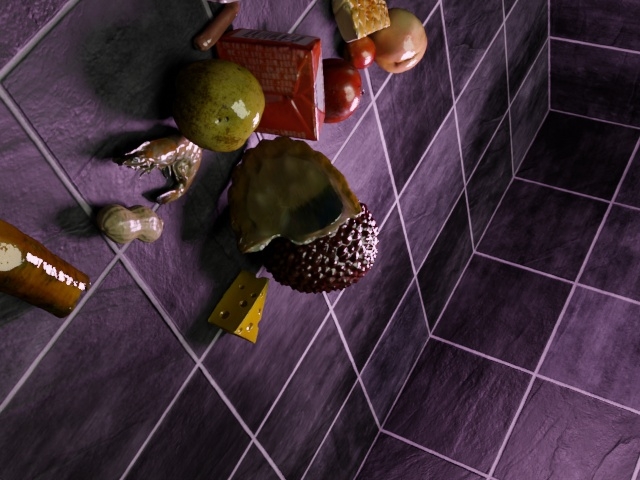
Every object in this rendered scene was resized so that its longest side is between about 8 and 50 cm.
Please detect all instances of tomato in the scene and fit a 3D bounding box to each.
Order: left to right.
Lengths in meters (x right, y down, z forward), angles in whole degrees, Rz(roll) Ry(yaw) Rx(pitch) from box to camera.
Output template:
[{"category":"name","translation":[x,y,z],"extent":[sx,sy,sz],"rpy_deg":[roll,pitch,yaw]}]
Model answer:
[{"category":"tomato","translation":[0.029,-0.392,2.158],"extent":[0.151,0.187,0.187],"rpy_deg":[9,100,-24]}]

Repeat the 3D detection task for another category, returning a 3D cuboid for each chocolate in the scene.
[{"category":"chocolate","translation":[-0.107,-0.360,1.853],"extent":[0.108,0.238,0.234],"rpy_deg":[-61,154,-47]}]

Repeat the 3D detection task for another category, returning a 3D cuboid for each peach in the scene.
[{"category":"peach","translation":[0.113,-0.530,2.297],"extent":[0.101,0.101,0.100],"rpy_deg":[-40,140,-46]},{"category":"peach","translation":[0.222,-0.583,2.393],"extent":[0.184,0.184,0.184],"rpy_deg":[-40,140,-46]}]

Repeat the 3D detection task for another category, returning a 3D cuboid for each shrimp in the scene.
[{"category":"shrimp","translation":[-0.344,-0.145,1.738],"extent":[0.296,0.058,0.169],"rpy_deg":[-27,132,-59]}]

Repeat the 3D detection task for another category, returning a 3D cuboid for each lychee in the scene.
[{"category":"lychee","translation":[0.000,0.000,2.201],"extent":[0.330,0.306,0.306],"rpy_deg":[-34,135,-41]}]

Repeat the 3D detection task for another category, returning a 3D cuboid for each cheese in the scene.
[{"category":"cheese","translation":[-0.202,0.166,2.151],"extent":[0.171,0.093,0.126],"rpy_deg":[-68,152,-10]}]

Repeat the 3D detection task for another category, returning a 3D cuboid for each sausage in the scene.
[{"category":"sausage","translation":[-0.222,-0.470,1.776],"extent":[0.158,0.036,0.042],"rpy_deg":[-59,141,-25]}]

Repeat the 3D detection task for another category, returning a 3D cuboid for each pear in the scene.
[{"category":"pear","translation":[-0.224,-0.290,1.720],"extent":[0.197,0.197,0.197],"rpy_deg":[-40,140,-46]}]

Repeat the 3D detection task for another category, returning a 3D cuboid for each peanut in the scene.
[{"category":"peanut","translation":[-0.391,-0.033,1.693],"extent":[0.187,0.082,0.082],"rpy_deg":[-3,109,-63]}]

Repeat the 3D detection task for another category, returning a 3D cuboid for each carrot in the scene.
[{"category":"carrot","translation":[-0.526,0.055,1.458],"extent":[0.114,0.114,0.302],"rpy_deg":[-65,153,-13]}]

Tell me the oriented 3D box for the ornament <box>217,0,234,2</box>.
[{"category":"ornament","translation":[-0.188,-0.567,1.532],"extent":[0.259,0.259,0.225],"rpy_deg":[-27,102,-54]}]

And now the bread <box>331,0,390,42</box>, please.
[{"category":"bread","translation":[0.113,-0.623,2.231],"extent":[0.188,0.068,0.125],"rpy_deg":[-36,110,-48]}]

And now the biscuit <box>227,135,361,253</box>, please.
[{"category":"biscuit","translation":[-0.080,-0.088,2.017],"extent":[0.335,0.329,0.078],"rpy_deg":[-55,-177,-17]}]
